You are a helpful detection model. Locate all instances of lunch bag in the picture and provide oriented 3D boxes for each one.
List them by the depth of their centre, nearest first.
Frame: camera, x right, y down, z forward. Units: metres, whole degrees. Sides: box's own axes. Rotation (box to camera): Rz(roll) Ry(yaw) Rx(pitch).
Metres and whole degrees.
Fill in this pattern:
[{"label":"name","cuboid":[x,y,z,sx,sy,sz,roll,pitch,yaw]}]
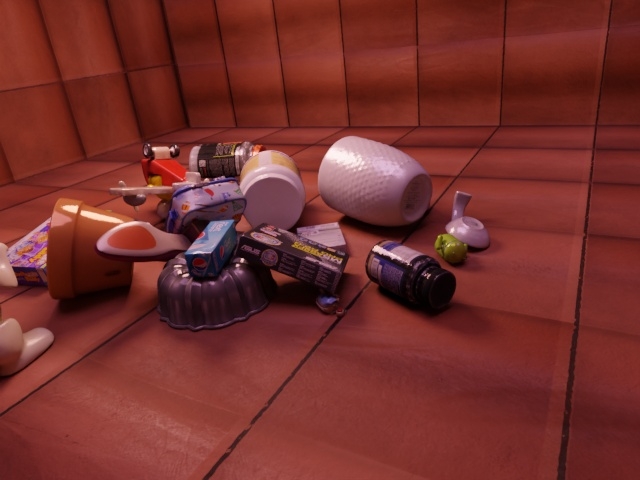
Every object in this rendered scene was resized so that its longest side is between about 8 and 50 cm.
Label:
[{"label":"lunch bag","cuboid":[-0.381,-0.085,1.540,0.243,0.303,0.115,-17,70,-31]}]

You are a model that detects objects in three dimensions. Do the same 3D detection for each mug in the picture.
[{"label":"mug","cuboid":[0.231,-0.180,1.647,0.374,0.276,0.328,13,10,-46]}]

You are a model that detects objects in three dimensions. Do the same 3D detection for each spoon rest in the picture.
[{"label":"spoon rest","cuboid":[0.453,-0.054,1.489,0.137,0.084,0.276,16,34,0]}]

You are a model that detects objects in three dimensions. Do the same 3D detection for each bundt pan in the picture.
[{"label":"bundt pan","cuboid":[-0.288,0.100,1.284,0.330,0.124,0.331,-6,24,3]}]

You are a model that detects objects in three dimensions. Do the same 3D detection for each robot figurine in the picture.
[{"label":"robot figurine","cuboid":[0.368,0.023,1.347,0.101,0.067,0.115,21,16,-18]}]

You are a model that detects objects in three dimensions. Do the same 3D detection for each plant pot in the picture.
[{"label":"plant pot","cuboid":[-0.655,0.028,1.390,0.203,0.291,0.291,3,20,-19]}]

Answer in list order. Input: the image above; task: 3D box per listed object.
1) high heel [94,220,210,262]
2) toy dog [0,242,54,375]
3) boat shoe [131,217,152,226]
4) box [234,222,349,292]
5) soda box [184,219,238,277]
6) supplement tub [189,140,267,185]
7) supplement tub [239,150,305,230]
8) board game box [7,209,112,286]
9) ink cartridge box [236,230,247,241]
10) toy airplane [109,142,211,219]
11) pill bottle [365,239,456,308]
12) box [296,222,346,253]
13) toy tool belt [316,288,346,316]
[{"label":"high heel","cuboid":[-0.479,0.039,1.362,0.377,0.181,0.127,-7,58,-51]},{"label":"toy dog","cuboid":[-0.846,0.131,1.008,0.284,0.408,0.395,-2,24,12]},{"label":"boat shoe","cuboid":[-0.625,-0.023,1.688,0.096,0.088,0.267,-22,28,-32]},{"label":"box","cuboid":[-0.065,0.038,1.264,0.269,0.060,0.216,20,12,5]},{"label":"soda box","cuboid":[-0.277,0.017,1.232,0.071,0.067,0.210,-3,24,8]},{"label":"supplement tub","cuboid":[-0.425,-0.357,2.241,0.337,0.207,0.207,-1,24,13]},{"label":"supplement tub","cuboid":[-0.178,-0.179,1.734,0.240,0.241,0.331,-8,24,-3]},{"label":"board game box","cuboid":[-0.896,0.015,1.623,0.233,0.078,0.347,1,34,17]},{"label":"ink cartridge box","cuboid":[-0.251,0.018,1.531,0.181,0.062,0.104,5,26,27]},{"label":"toy airplane","cuboid":[-0.572,-0.196,1.872,0.385,0.273,0.384,15,24,-6]},{"label":"pill bottle","cuboid":[0.222,0.084,1.182,0.122,0.123,0.219,-20,28,-28]},{"label":"box","cuboid":[0.000,0.000,1.534,0.145,0.038,0.186,-9,23,-3]},{"label":"toy tool belt","cuboid":[0.025,0.151,1.170,0.052,0.051,0.083,-24,29,-33]}]
